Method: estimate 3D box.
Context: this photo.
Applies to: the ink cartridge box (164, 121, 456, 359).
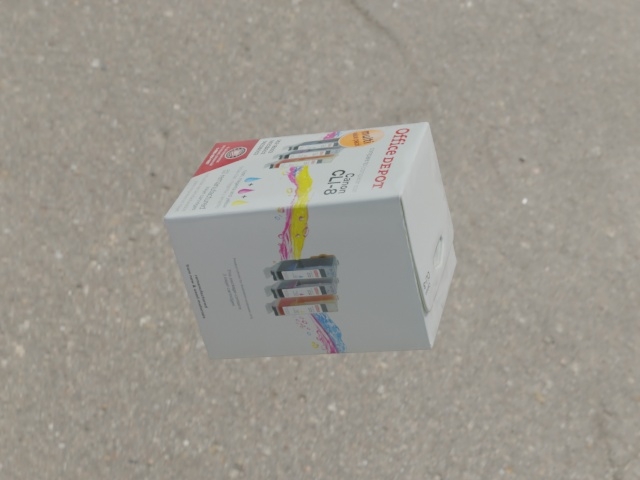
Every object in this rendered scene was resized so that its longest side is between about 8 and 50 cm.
[{"bbox_3d":[0.000,0.000,0.842,0.176,0.127,0.128,-4,29,17],"label":"ink cartridge box"}]
